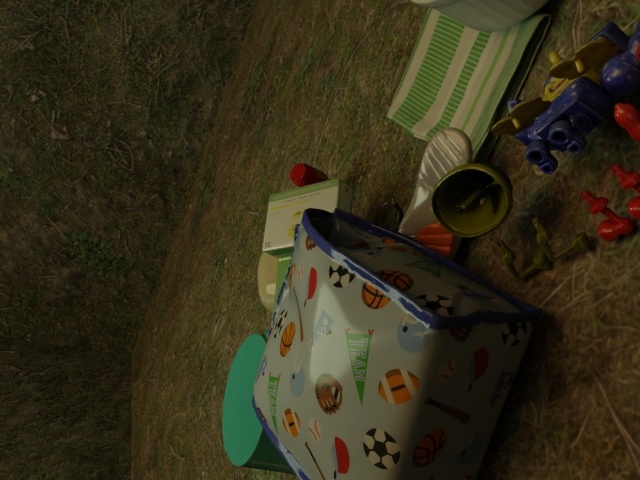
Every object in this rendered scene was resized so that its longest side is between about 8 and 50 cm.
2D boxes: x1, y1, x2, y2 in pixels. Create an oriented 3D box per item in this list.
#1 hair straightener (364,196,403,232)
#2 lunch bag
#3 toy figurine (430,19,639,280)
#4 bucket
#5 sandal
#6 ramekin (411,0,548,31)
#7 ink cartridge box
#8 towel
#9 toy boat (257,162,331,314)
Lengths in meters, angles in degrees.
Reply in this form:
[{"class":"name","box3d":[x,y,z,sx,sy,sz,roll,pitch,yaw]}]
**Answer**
[{"class":"hair straightener","box3d":[0.092,0.032,1.136,0.047,0.089,0.230,18,-96,-77]},{"class":"lunch bag","box3d":[0.062,0.157,0.898,0.385,0.239,0.327,30,110,48]},{"class":"toy figurine","box3d":[0.308,-0.134,0.757,0.217,0.191,0.362,-55,2,-33]},{"class":"bucket","box3d":[-0.058,0.304,1.207,0.281,0.183,0.281,-42,42,52]},{"class":"sandal","box3d":[0.189,-0.043,0.975,0.102,0.076,0.265,35,125,33]},{"class":"ramekin","box3d":[0.257,-0.442,0.931,0.277,0.135,0.277,-40,40,43]},{"class":"ink cartridge box","box3d":[-0.028,0.015,1.180,0.171,0.056,0.235,-10,63,36]},{"class":"towel","box3d":[0.224,-0.272,1.073,0.247,0.038,0.325,-68,25,16]},{"class":"toy boat","box3d":[0.000,0.000,1.300,0.268,0.148,0.318,-16,61,34]}]
